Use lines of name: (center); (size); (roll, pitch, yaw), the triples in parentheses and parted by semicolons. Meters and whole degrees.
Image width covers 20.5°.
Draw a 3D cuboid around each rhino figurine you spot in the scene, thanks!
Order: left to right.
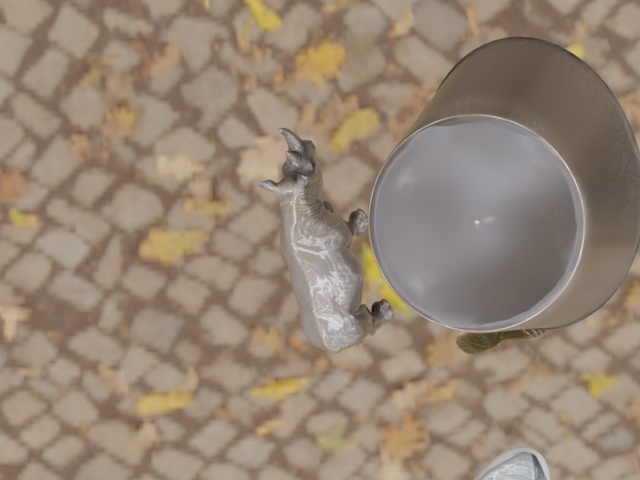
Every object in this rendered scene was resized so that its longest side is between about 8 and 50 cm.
rhino figurine: (0.000, 0.000, 1.738); (0.073, 0.106, 0.243); (-4, 114, 31)

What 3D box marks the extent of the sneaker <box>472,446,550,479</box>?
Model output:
sneaker: (0.192, 0.321, 1.980); (0.111, 0.129, 0.297); (19, 134, 3)

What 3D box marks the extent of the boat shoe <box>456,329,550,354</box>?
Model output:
boat shoe: (0.219, 0.089, 2.050); (0.135, 0.045, 0.050); (-18, 127, 26)

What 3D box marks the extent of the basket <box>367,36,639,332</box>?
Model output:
basket: (0.117, -0.023, 1.111); (0.154, 0.227, 0.204); (-9, 96, 16)
